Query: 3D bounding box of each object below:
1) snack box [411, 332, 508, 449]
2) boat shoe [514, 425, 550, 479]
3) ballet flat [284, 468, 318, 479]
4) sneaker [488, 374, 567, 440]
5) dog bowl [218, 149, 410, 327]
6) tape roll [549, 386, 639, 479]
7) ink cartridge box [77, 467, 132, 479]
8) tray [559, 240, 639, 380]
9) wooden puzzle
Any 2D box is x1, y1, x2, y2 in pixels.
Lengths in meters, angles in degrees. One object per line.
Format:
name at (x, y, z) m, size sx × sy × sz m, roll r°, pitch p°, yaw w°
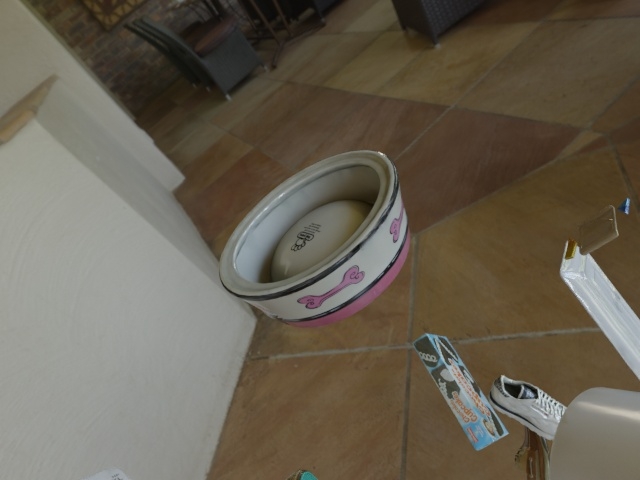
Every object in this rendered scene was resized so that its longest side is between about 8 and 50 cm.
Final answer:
snack box at (0.405, 0.427, 1.233) m, size 0.060 × 0.187 × 0.322 m, roll -41°, pitch 57°, yaw 19°
boat shoe at (0.753, 0.789, 1.503) m, size 0.119 × 0.122 × 0.324 m, roll -12°, pitch 62°, yaw 22°
ballet flat at (0.008, 0.756, 1.147) m, size 0.124 × 0.342 × 0.116 m, roll -33°, pitch 16°, yaw 30°
sneaker at (0.540, 0.412, 1.044) m, size 0.235 × 0.095 × 0.090 m, roll 18°, pitch 41°, yaw 19°
dog bowl at (0.000, 0.000, 0.869) m, size 0.407 × 0.150 × 0.408 m, roll -25°, pitch 33°, yaw 18°
tape roll at (0.436, 0.319, 0.523) m, size 0.246 × 0.246 × 0.169 m, roll -57°, pitch 16°, yaw -24°
ink cartridge box at (-0.485, 0.684, 0.772) m, size 0.166 × 0.285 × 0.395 m, roll 9°, pitch 95°, yaw 39°
tray at (0.557, 0.130, 0.811) m, size 0.030 × 0.270 × 0.145 m, roll -36°, pitch 3°, yaw 42°
wooden puzzle at (0.457, -0.015, 0.700) m, size 0.079 × 0.014 × 0.116 m, roll -63°, pitch 7°, yaw -34°
